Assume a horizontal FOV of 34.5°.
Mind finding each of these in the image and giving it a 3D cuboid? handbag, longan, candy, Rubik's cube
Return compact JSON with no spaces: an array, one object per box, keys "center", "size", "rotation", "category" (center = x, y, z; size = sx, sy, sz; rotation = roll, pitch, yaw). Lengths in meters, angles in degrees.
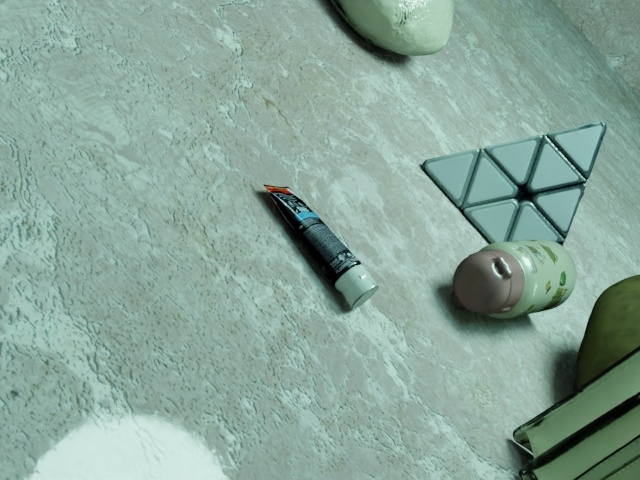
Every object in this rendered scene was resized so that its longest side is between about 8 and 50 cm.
[{"center":[0.452,0.253,1.301],"size":[0.237,0.358,0.160],"rotation":[37,29,-21],"category":"handbag"},{"center":[0.529,0.190,1.584],"size":[0.288,0.288,0.350],"rotation":[50,37,3],"category":"longan"},{"center":[0.148,-0.469,1.940],"size":[0.295,0.185,0.295],"rotation":[30,32,-21],"category":"candy"},{"center":[0.348,-0.086,1.790],"size":[0.228,0.233,0.229],"rotation":[24,-33,39],"category":"Rubik's cube"}]

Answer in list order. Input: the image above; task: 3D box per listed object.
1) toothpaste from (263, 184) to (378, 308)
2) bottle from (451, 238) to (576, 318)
[{"center":[0.000,0.000,1.320],"size":[0.193,0.045,0.071],"rotation":[50,20,16],"category":"toothpaste"},{"center":[0.287,0.059,1.562],"size":[0.253,0.120,0.120],"rotation":[-3,57,-53],"category":"bottle"}]
